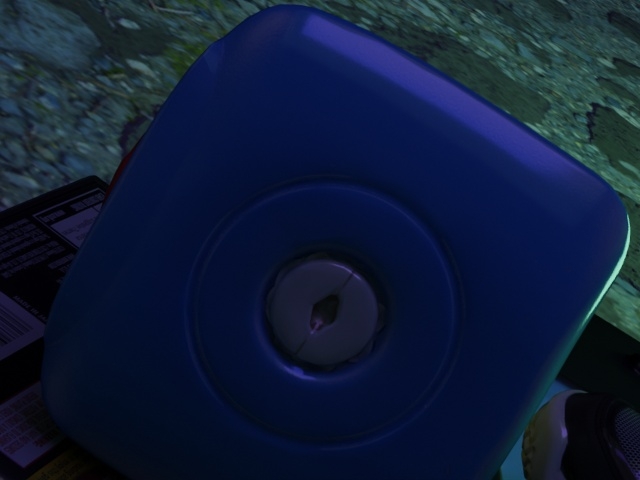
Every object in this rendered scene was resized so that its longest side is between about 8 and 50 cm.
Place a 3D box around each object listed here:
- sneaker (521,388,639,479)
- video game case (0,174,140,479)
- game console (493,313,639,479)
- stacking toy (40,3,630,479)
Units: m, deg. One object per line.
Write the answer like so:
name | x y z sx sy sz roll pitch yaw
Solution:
sneaker | 0.200 0.115 0.661 0.268 0.153 0.101 46 24 26
video game case | -0.053 0.079 0.737 0.248 0.035 0.275 36 19 7
game console | 0.179 0.156 0.814 0.342 0.060 0.386 36 20 -15
stacking toy | 0.000 0.000 0.766 0.166 0.175 0.302 30 8 -5
